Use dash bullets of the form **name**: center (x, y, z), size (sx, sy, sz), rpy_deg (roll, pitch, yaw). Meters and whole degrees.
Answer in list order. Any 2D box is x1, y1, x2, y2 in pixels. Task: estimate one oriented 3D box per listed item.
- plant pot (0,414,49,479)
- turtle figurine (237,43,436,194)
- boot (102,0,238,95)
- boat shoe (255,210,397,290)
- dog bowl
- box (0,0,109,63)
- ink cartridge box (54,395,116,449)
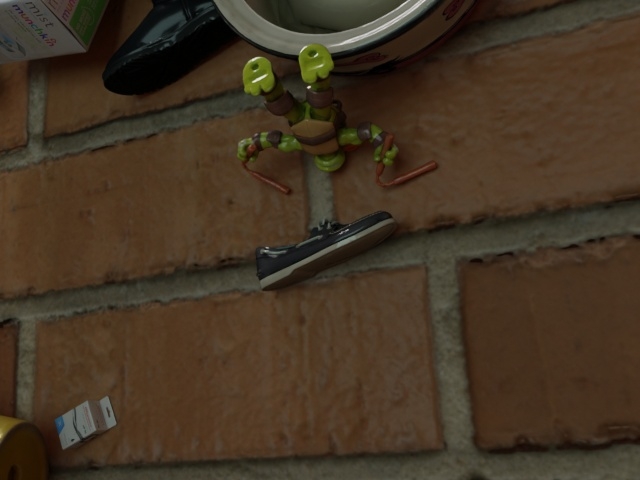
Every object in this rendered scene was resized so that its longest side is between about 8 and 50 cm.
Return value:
- **plant pot**: center (-0.533, 0.337, 1.067), size (0.238, 0.254, 0.254), rpy_deg (-3, 77, 8)
- **turtle figurine**: center (0.004, -0.149, 0.947), size (0.269, 0.217, 0.087), rpy_deg (3, 62, 20)
- **boot**: center (-0.245, -0.361, 1.155), size (0.246, 0.094, 0.207), rpy_deg (-27, 69, 17)
- **boat shoe**: center (0.000, 0.000, 0.972), size (0.206, 0.075, 0.065), rpy_deg (-26, 72, 23)
- **dog bowl**: center (0.052, -0.402, 0.994), size (0.407, 0.150, 0.408), rpy_deg (-6, 76, 25)
- **box**: center (-0.456, -0.431, 1.214), size (0.231, 0.127, 0.262), rpy_deg (-1, 61, 24)
- **ink cartridge box**: center (-0.343, 0.266, 1.100), size (0.083, 0.028, 0.048), rpy_deg (-32, 68, 15)
